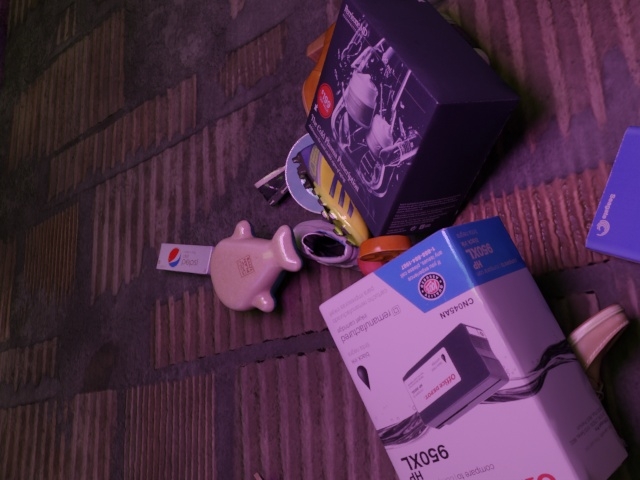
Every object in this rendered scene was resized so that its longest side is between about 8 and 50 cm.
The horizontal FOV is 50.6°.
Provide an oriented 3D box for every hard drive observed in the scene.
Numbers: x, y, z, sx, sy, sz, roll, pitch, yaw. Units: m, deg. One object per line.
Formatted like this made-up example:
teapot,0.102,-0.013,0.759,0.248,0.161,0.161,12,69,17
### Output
hard drive,0.561,-0.049,0.974,0.319,0.040,0.210,21,92,54

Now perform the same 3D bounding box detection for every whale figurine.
whale figurine,-0.127,0.054,1.518,0.272,0.141,0.216,-29,76,39

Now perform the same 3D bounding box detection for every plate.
plate,0.013,-0.151,1.485,0.188,0.024,0.188,0,91,18

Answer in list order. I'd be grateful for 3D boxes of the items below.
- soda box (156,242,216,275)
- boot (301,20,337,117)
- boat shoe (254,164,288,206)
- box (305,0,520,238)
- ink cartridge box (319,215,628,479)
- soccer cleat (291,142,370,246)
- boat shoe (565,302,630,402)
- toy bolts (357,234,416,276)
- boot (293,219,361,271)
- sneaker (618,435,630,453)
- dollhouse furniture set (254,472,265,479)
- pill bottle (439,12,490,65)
soda box,-0.332,0.052,1.761,0.216,0.069,0.073,3,79,41
boot,0.066,-0.381,1.507,0.211,0.104,0.294,-23,60,36
boat shoe,-0.043,-0.156,1.574,0.233,0.084,0.079,-28,97,26
box,0.146,-0.236,1.261,0.343,0.179,0.312,60,145,35
ink cartridge box,0.214,0.205,1.014,0.285,0.166,0.394,-36,74,39
soccer cleat,0.042,-0.106,1.363,0.121,0.093,0.289,-27,50,-4
boat shoe,0.390,0.232,1.048,0.098,0.109,0.302,44,114,32
toy bolts,0.147,0.091,1.252,0.229,0.218,0.158,-24,68,55
boot,0.000,0.000,1.442,0.258,0.123,0.095,13,87,43
sneaker,0.406,0.334,1.046,0.135,0.052,0.058,-40,45,18
dollhouse furniture set,-0.152,0.619,1.430,0.184,0.129,0.129,-38,50,-9
pill bottle,0.261,-0.347,1.320,0.108,0.108,0.193,-46,52,22
